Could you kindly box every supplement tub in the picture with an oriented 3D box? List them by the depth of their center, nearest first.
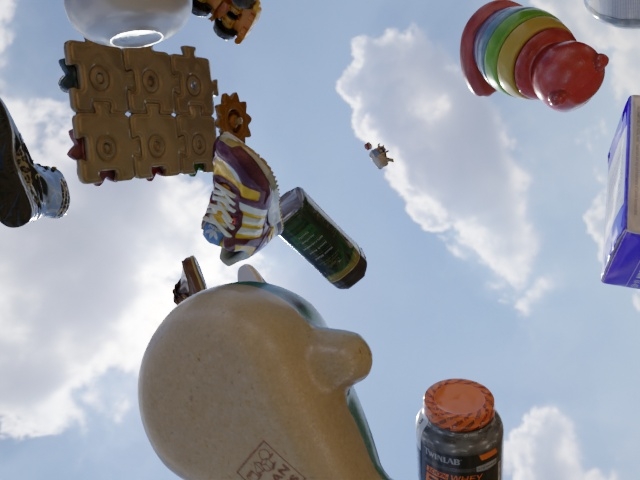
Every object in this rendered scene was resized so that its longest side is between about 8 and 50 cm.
[{"bbox_3d":[0.189,0.292,0.870,0.117,0.117,0.190,-36,-54,-51],"label":"supplement tub"}]

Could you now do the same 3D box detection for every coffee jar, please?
[{"bbox_3d":[0.000,0.000,1.087,0.184,0.079,0.096,44,-166,-27],"label":"coffee jar"}]

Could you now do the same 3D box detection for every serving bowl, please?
[{"bbox_3d":[-0.125,-0.148,0.428,0.083,0.083,0.027,-12,-87,-53],"label":"serving bowl"}]

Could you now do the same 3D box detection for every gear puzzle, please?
[{"bbox_3d":[-0.201,-0.169,0.848,0.339,0.044,0.175,-16,-75,-58],"label":"gear puzzle"}]

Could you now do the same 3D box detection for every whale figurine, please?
[{"bbox_3d":[-0.019,0.152,0.531,0.272,0.216,0.141,40,-159,12],"label":"whale figurine"}]

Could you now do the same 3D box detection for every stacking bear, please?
[{"bbox_3d":[0.371,-0.307,1.100,0.164,0.175,0.289,48,-172,-33],"label":"stacking bear"}]

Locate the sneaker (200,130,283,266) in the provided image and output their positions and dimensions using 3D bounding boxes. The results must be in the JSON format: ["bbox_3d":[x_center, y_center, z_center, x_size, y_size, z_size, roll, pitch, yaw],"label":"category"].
[{"bbox_3d":[-0.091,-0.034,0.685,0.084,0.069,0.185,-43,-28,-18],"label":"sneaker"}]

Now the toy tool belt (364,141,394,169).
[{"bbox_3d":[0.162,-0.240,1.763,0.051,0.052,0.083,-28,-103,-22],"label":"toy tool belt"}]

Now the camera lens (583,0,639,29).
[{"bbox_3d":[0.593,-0.547,1.169,0.274,0.219,0.219,58,-142,-49],"label":"camera lens"}]

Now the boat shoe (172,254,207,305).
[{"bbox_3d":[-0.225,0.096,1.109,0.178,0.060,0.064,94,158,-49],"label":"boat shoe"}]

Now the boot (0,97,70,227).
[{"bbox_3d":[-0.538,-0.139,1.147,0.178,0.085,0.236,-55,-51,-86],"label":"boot"}]

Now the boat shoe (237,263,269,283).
[{"bbox_3d":[-0.139,0.133,1.552,0.184,0.066,0.063,61,-147,-8],"label":"boat shoe"}]

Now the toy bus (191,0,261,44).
[{"bbox_3d":[-0.228,-0.655,1.684,0.220,0.149,0.211,42,-134,-5],"label":"toy bus"}]

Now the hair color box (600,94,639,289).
[{"bbox_3d":[0.466,-0.028,0.626,0.110,0.339,0.185,76,-152,-55],"label":"hair color box"}]
